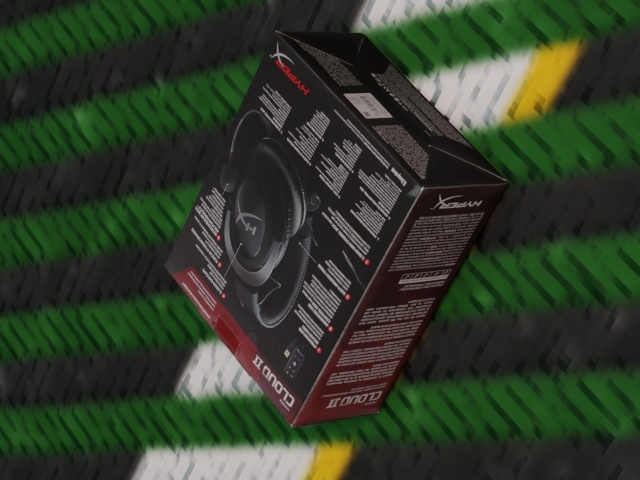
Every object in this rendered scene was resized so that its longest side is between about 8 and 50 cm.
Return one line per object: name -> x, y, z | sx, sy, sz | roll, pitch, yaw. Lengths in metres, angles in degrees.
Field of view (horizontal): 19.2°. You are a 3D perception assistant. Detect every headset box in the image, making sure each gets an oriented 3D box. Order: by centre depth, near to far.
headset box -> 0.000, 0.000, 0.464 | 0.062, 0.032, 0.083 | 49, 127, 33
